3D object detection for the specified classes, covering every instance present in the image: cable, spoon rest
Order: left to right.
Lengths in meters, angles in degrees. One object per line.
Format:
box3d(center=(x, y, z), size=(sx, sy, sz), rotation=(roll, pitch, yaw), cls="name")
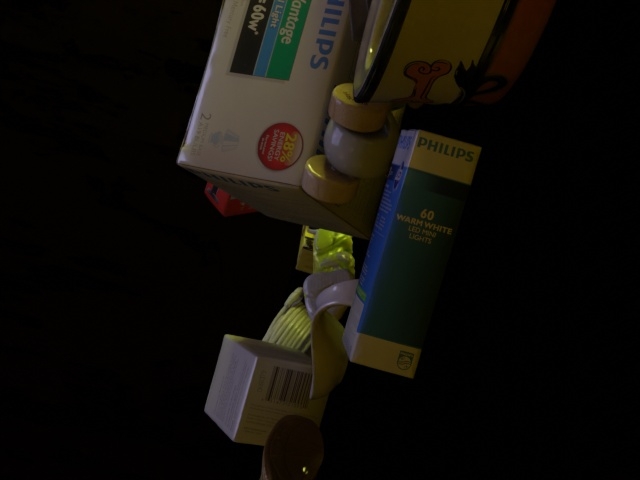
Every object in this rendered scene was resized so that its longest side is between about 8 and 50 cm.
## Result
box3d(center=(-0.077, 0.244, 2.236), size=(0.257, 0.089, 0.257), rotation=(-56, -10, -33), cls="cable")
box3d(center=(0.016, 0.148, 1.792), size=(0.276, 0.084, 0.137), rotation=(112, 173, -51), cls="spoon rest")

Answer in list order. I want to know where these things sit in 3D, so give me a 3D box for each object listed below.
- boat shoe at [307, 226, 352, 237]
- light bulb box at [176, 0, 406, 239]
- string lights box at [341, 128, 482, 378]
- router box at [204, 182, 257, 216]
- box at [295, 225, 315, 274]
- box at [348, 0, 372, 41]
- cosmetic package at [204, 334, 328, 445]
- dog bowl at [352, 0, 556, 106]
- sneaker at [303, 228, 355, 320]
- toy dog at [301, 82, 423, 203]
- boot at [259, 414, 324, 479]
box3d(center=(0.033, -0.050, 2.271), size=(0.254, 0.095, 0.079), rotation=(-29, -50, -79), cls="boat shoe")
box3d(center=(-0.022, -0.224, 1.885), size=(0.361, 0.225, 0.358), rotation=(33, -109, -66), cls="light bulb box")
box3d(center=(0.097, 0.009, 1.278), size=(0.133, 0.077, 0.259), rotation=(-116, 42, -83), cls="string lights box")
box3d(center=(-0.038, -0.207, 2.260), size=(0.082, 0.335, 0.301), rotation=(48, 133, 34), cls="router box")
box3d(center=(0.000, 0.000, 2.564), size=(0.232, 0.087, 0.058), rotation=(-80, 9, -63), cls="box")
box3d(center=(0.121, -0.392, 1.500), size=(0.247, 0.163, 0.142), rotation=(83, -165, -49), cls="box")
box3d(center=(-0.093, 0.266, 2.000), size=(0.184, 0.151, 0.151), rotation=(20, 95, 68), cls="cosmetic package")
box3d(center=(0.161, -0.321, 1.187), size=(0.408, 0.150, 0.408), rotation=(-164, 90, -85), cls="dog bowl")
box3d(center=(0.024, 0.087, 2.068), size=(0.240, 0.091, 0.126), rotation=(-79, -12, -45), cls="sneaker")
box3d(center=(0.104, -0.167, 1.667), size=(0.333, 0.161, 0.220), rotation=(-59, -9, -37), cls="toy dog")
box3d(center=(-0.065, 0.423, 1.791), size=(0.262, 0.095, 0.203), rotation=(-85, 10, -49), cls="boot")
